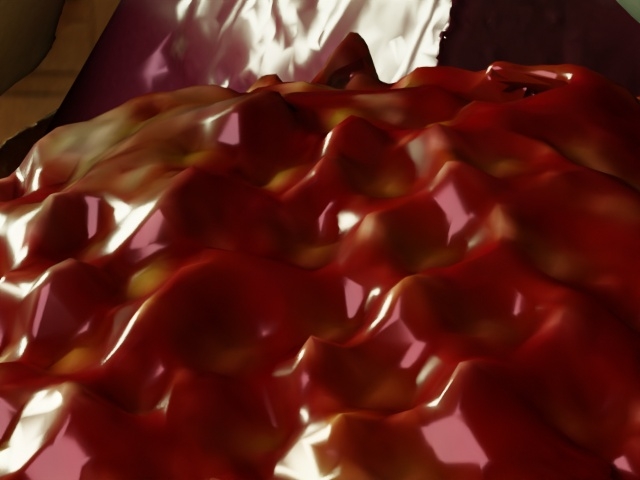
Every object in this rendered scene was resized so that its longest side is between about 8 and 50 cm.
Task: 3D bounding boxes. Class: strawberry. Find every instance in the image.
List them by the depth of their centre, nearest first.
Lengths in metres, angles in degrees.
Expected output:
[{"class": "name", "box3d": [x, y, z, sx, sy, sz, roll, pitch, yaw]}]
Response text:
[{"class": "strawberry", "box3d": [0.005, 0.104, 0.395, 0.292, 0.292, 0.343, -62, 5, 15]}]

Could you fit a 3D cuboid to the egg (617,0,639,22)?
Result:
[{"class": "egg", "box3d": [0.195, -0.157, 0.375, 0.371, 0.230, 0.230, -33, 53, 36]}]

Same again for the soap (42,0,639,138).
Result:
[{"class": "soap", "box3d": [0.000, 0.000, 0.656, 0.325, 0.127, 0.220, -54, 43, 23]}]

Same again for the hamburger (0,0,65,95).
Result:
[{"class": "hamburger", "box3d": [-0.208, -0.166, 0.891, 0.227, 0.151, 0.295, 58, 147, 18]}]

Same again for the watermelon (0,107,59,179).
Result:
[{"class": "watermelon", "box3d": [-0.079, -0.024, 0.815, 0.163, 0.087, 0.069, -30, 85, 55]}]
